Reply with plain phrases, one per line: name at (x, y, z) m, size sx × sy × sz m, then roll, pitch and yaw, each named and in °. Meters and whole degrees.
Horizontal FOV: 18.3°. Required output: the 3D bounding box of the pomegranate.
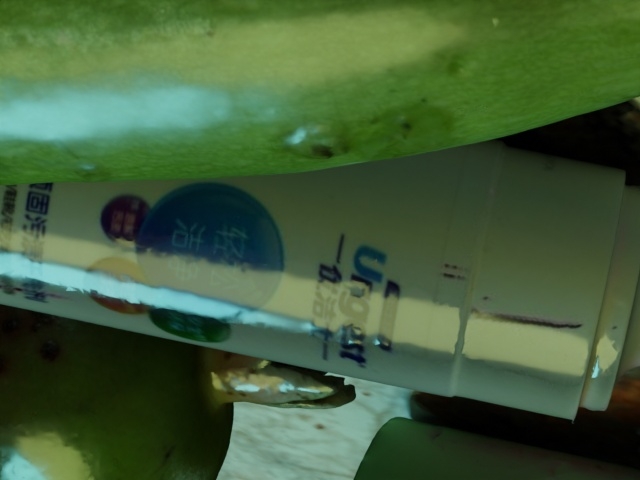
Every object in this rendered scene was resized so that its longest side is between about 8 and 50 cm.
pomegranate at (-0.075, 0.049, 0.770) m, size 0.159 × 0.129 × 0.129 m, roll -32°, pitch 129°, yaw 28°

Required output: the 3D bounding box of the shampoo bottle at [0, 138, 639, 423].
shampoo bottle at (0.000, 0.000, 0.676) m, size 0.303 × 0.092 × 0.092 m, roll 12°, pitch 150°, yaw 6°

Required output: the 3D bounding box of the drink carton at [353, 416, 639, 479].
drink carton at (0.086, 0.148, 0.847) m, size 0.142 × 0.144 × 0.146 m, roll 10°, pitch 150°, yaw 21°

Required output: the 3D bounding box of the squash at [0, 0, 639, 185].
squash at (-0.019, -0.071, 0.545) m, size 0.371 × 0.118 × 0.118 m, roll 2°, pitch 148°, yaw 18°
